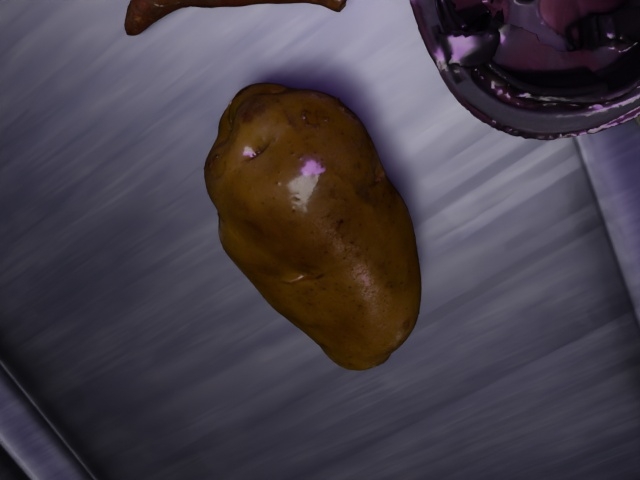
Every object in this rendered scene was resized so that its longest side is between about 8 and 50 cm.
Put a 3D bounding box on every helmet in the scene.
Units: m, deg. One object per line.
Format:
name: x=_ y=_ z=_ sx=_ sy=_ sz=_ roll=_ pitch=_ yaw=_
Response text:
helmet: x=0.198 y=-0.265 z=0.571 sx=0.270 sy=0.197 sz=0.338 roll=-1 pitch=115 yaw=1

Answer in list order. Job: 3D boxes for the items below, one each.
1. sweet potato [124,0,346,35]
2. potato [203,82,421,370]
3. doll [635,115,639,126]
sweet potato: x=-0.099 y=-0.260 z=0.697 sx=0.255 sy=0.058 sz=0.078 roll=-3 pitch=138 yaw=14
potato: x=0.000 y=0.000 z=0.767 sx=0.195 sy=0.176 sz=0.369 roll=-31 pitch=116 yaw=-7
doll: x=0.368 y=-0.227 z=0.604 sx=0.117 sy=0.141 sz=0.296 roll=8 pitch=127 yaw=-27
